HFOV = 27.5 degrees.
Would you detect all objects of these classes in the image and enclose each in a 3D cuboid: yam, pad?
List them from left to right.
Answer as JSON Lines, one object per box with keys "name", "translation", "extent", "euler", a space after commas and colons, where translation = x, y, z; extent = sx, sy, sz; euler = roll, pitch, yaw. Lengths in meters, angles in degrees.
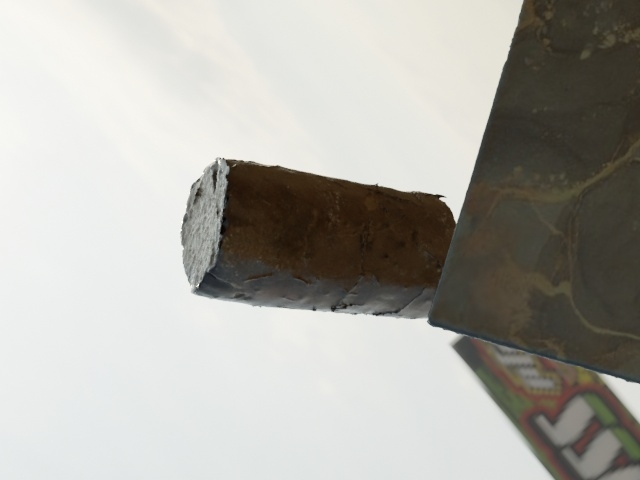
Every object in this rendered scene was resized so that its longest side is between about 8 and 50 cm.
{"name": "yam", "translation": [-0.001, 0.000, 0.683], "extent": [0.141, 0.079, 0.079], "euler": [8, -145, -26]}
{"name": "pad", "translation": [0.238, -0.039, 0.484], "extent": [0.368, 0.247, 0.007], "euler": [15, 177, 26]}
